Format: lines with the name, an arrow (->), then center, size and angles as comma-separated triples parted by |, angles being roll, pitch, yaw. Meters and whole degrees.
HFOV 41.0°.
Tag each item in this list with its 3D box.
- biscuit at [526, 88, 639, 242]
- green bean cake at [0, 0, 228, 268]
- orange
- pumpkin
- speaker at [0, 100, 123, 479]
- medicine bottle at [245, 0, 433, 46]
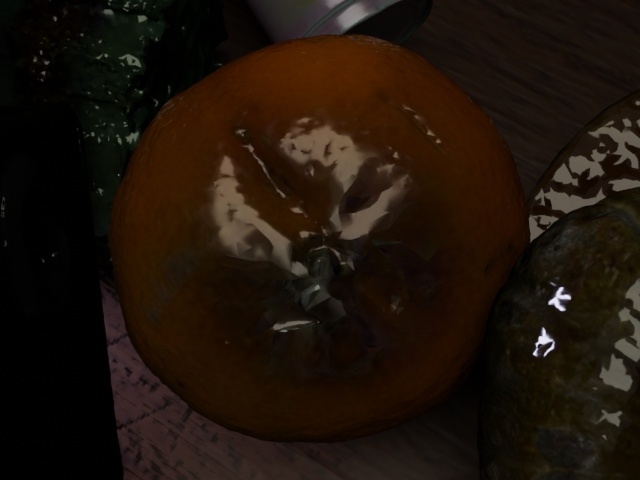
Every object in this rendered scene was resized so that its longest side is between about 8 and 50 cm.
biscuit -> 0.292, 0.074, 0.476 | 0.395, 0.070, 0.350 | 28, 80, 13
green bean cake -> -0.136, -0.095, 0.507 | 0.107, 0.193, 0.208 | 17, 73, 4
orange -> 0.000, 0.000, 0.453 | 0.224, 0.170, 0.223 | -1, 101, -3
pumpkin -> 0.173, 0.088, 0.358 | 0.219, 0.162, 0.218 | 0, 92, -3
speaker -> -0.230, 0.071, 0.406 | 0.232, 0.184, 0.253 | -4, 103, 4
medicine bottle -> -0.085, -0.298, 0.567 | 0.108, 0.108, 0.426 | -31, 83, -7
